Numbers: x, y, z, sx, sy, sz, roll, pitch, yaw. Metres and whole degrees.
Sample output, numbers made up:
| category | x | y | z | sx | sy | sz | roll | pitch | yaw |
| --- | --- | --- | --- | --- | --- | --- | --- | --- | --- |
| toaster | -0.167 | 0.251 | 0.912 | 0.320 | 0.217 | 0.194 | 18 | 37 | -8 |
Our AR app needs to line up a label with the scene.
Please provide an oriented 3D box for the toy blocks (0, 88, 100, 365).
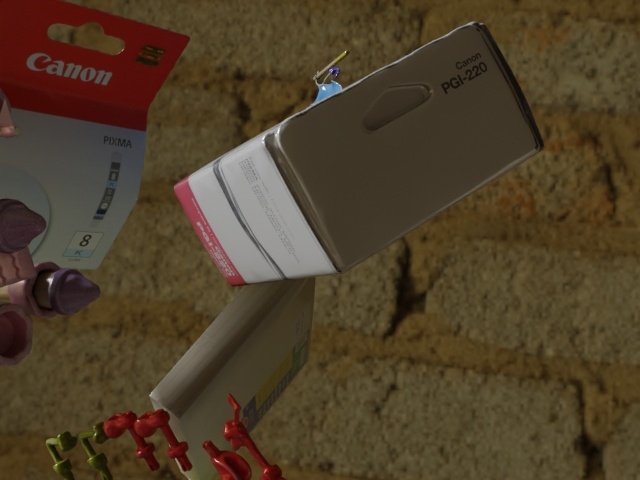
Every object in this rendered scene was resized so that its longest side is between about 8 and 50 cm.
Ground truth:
| category | x | y | z | sx | sy | sz | roll | pitch | yaw |
| --- | --- | --- | --- | --- | --- | --- | --- | --- | --- |
| toy blocks | -0.376 | 0.012 | 1.011 | 0.260 | 0.289 | 0.309 | -1 | 24 | 30 |

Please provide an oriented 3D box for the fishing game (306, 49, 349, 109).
| category | x | y | z | sx | sy | sz | roll | pitch | yaw |
| --- | --- | --- | --- | --- | --- | --- | --- | --- | --- |
| fishing game | -0.020 | -0.150 | 1.470 | 0.041 | 0.264 | 0.189 | 19 | -10 | -17 |

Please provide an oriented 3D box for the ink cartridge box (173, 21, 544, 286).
| category | x | y | z | sx | sy | sz | roll | pitch | yaw |
| --- | --- | --- | --- | --- | --- | --- | --- | --- | --- |
| ink cartridge box | 0.014 | -0.047 | 0.650 | 0.158 | 0.092 | 0.218 | -31 | 5 | -20 |

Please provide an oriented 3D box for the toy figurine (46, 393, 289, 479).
| category | x | y | z | sx | sy | sz | roll | pitch | yaw |
| --- | --- | --- | --- | --- | --- | --- | --- | --- | --- |
| toy figurine | -0.208 | 0.298 | 0.951 | 0.362 | 0.191 | 0.217 | -16 | 15 | 41 |

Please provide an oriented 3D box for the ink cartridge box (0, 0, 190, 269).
| category | x | y | z | sx | sy | sz | roll | pitch | yaw |
| --- | --- | --- | --- | --- | --- | --- | --- | --- | --- |
| ink cartridge box | -0.363 | -0.129 | 1.358 | 0.308 | 0.091 | 0.385 | 6 | -52 | -47 |

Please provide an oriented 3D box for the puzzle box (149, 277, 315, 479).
| category | x | y | z | sx | sy | sz | roll | pitch | yaw |
| --- | --- | --- | --- | --- | --- | --- | --- | --- | --- |
| puzzle box | -0.111 | 0.190 | 1.406 | 0.052 | 0.272 | 0.409 | 34 | -23 | 13 |
